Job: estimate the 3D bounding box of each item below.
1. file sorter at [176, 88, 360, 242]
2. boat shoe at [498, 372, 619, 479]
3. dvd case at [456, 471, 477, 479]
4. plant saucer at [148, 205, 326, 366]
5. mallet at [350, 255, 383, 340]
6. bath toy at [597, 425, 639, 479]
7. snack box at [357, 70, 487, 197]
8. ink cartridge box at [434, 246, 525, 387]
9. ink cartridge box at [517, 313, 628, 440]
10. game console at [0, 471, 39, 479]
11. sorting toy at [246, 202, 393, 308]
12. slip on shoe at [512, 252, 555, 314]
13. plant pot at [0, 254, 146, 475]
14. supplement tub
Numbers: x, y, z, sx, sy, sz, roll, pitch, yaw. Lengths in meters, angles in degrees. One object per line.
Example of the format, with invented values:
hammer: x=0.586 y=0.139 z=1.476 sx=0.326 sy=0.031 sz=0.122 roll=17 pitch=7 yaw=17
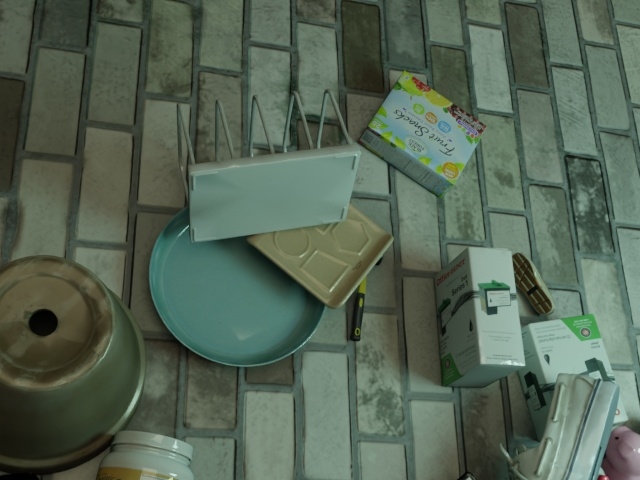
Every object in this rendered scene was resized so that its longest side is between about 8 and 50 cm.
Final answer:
file sorter: x=-0.098 y=-0.137 z=1.455 sx=0.277 sy=0.193 sz=0.173 roll=-8 pitch=58 yaw=-13
boat shoe: x=0.369 y=0.381 z=1.415 sx=0.156 sy=0.136 sz=0.367 roll=13 pitch=67 yaw=29
dvd case: x=0.261 y=0.538 z=1.407 sx=0.180 sy=0.022 sz=0.253 roll=-39 pitch=83 yaw=-11
plant saucer: x=-0.143 y=0.070 z=1.495 sx=0.317 sy=0.044 sz=0.318 roll=7 pitch=66 yaw=-16
mallet: x=0.084 y=0.093 z=1.567 sx=0.062 sy=0.039 sz=0.190 roll=7 pitch=70 yaw=-18
bath toy: x=0.575 y=0.399 z=1.539 sx=0.348 sy=0.129 sz=0.151 roll=-10 pitch=71 yaw=-21
snack box: x=0.206 y=-0.214 z=1.718 sx=0.207 sy=0.070 sz=0.174 roll=34 pitch=61 yaw=-1
ink cartridge box: x=0.281 y=0.139 z=1.538 sx=0.092 sy=0.160 sz=0.220 roll=5 pitch=65 yaw=-16
ink cartridge box: x=0.458 y=0.255 z=1.586 sx=0.153 sy=0.087 sz=0.209 roll=-7 pitch=70 yaw=-20
game console: x=-0.424 y=0.483 z=1.130 sx=0.213 sy=0.044 sz=0.361 roll=-18 pitch=57 yaw=-33
sorting toy: x=0.000 y=0.000 z=1.532 sx=0.208 sy=0.038 sz=0.193 roll=37 pitch=61 yaw=6
slip on shoe: x=0.418 y=0.085 z=1.675 sx=0.041 sy=0.051 sz=0.135 roll=7 pitch=47 yaw=-59
plant pot: x=-0.401 y=0.158 z=1.238 sx=0.323 sy=0.280 sz=0.323 roll=7 pitch=65 yaw=-16
supplement tub: x=-0.267 y=0.394 z=1.254 sx=0.144 sy=0.144 sz=0.200 roll=15 pitch=63 yaw=-12
